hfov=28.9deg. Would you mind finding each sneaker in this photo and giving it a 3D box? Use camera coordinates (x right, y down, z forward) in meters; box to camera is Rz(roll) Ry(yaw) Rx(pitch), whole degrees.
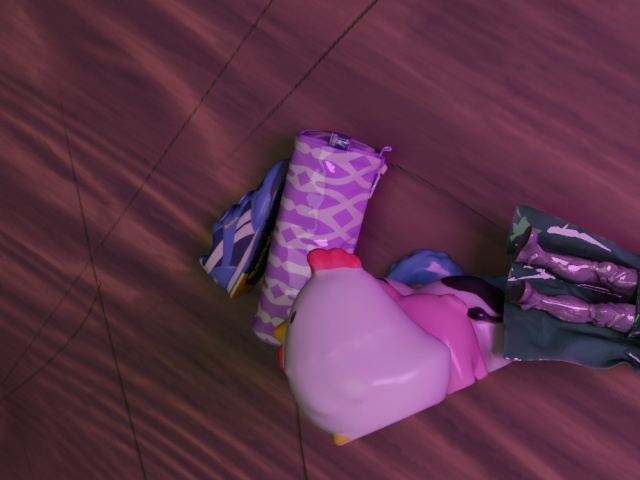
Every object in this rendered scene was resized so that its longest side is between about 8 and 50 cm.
[{"bbox_3d":[-0.067,-0.017,1.149,0.059,0.053,0.144,35,108,21],"label":"sneaker"}]

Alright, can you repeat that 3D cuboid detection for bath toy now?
[{"bbox_3d":[0.054,0.065,0.936,0.151,0.348,0.129,-25,83,17],"label":"bath toy"}]

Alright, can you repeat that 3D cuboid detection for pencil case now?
[{"bbox_3d":[0.000,0.000,1.105,0.088,0.086,0.206,13,104,-4],"label":"pencil case"}]

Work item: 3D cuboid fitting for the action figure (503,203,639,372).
[{"bbox_3d":[0.259,0.053,0.956,0.232,0.063,0.137,15,64,-9],"label":"action figure"}]
